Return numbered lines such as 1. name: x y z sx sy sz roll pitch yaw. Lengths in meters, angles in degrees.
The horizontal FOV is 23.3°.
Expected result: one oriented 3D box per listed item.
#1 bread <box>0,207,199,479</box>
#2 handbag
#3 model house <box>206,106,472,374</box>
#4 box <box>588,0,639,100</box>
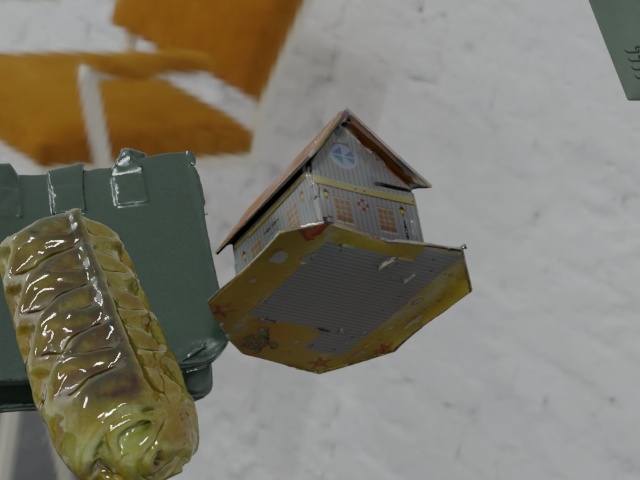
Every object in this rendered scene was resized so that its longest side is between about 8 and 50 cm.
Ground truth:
1. bread: -0.158 0.078 1.094 0.098 0.087 0.269 29 18 -36
2. handbag: -0.221 0.030 1.383 0.248 0.079 0.260 -2 52 -14
3. model house: 0.000 0.000 1.310 0.207 0.219 0.135 11 54 -31
4. box: 0.336 -0.206 1.319 0.045 0.210 0.270 -36 20 -25
